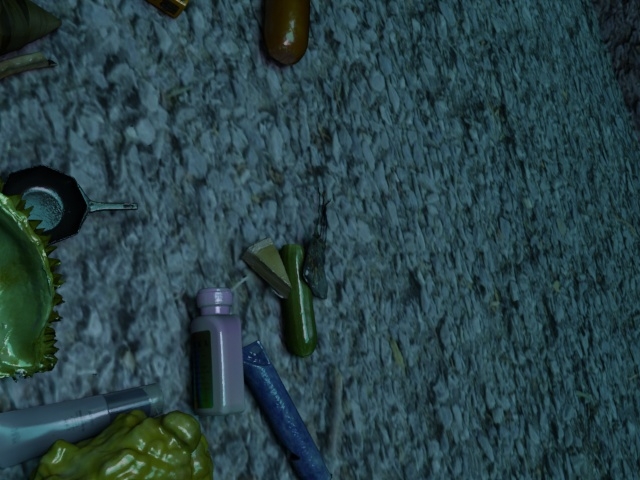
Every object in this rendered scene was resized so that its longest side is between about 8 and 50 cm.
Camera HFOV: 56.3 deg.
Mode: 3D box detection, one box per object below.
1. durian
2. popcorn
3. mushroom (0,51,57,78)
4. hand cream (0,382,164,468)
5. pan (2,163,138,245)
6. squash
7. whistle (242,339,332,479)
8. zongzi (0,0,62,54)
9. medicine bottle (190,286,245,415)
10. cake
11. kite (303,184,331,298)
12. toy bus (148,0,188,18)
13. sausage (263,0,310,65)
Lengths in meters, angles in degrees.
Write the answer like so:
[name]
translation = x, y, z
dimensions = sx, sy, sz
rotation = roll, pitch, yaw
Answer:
[durian]
translation = -0.490, 0.028, 0.822
dimensions = 0.394, 0.163, 0.198
rotation = 59, 33, -14
[popcorn]
translation = -0.269, 0.374, 0.875
dimensions = 0.250, 0.235, 0.242
rotation = -25, 124, -23
[mushroom]
translation = -0.513, -0.270, 0.975
dimensions = 0.060, 0.061, 0.187
rotation = 55, 49, -16
[hand cream]
translation = -0.374, 0.281, 0.938
dimensions = 0.255, 0.048, 0.080
rotation = -8, 80, -33
[pan]
translation = -0.420, -0.039, 0.984
dimensions = 0.201, 0.048, 0.129
rotation = 26, 66, -27
[squash]
translation = -0.046, 0.120, 1.202
dimensions = 0.066, 0.066, 0.229
rotation = 1, 78, -36
[whistle]
translation = -0.071, 0.332, 1.133
dimensions = 0.062, 0.062, 0.304
rotation = -32, 97, -37
[zongzi]
translation = -0.598, -0.352, 0.921
dimensions = 0.289, 0.317, 0.154
rotation = 13, 109, -4
[medicine bottle]
translation = -0.183, 0.195, 1.052
dimensions = 0.078, 0.115, 0.219
rotation = 4, 75, -34
[cake]
translation = -0.092, 0.055, 1.175
dimensions = 0.121, 0.052, 0.065
rotation = 46, 48, 5
[kite]
translation = -0.001, 0.000, 1.262
dimensions = 0.141, 0.015, 0.245
rotation = 56, 36, -59
[toy bus]
translation = -0.330, -0.509, 1.160
dimensions = 0.162, 0.069, 0.074
rotation = 28, 65, -28
[sausage]
translation = -0.074, -0.520, 1.328
dimensions = 0.105, 0.105, 0.275
rotation = 11, 71, -33
